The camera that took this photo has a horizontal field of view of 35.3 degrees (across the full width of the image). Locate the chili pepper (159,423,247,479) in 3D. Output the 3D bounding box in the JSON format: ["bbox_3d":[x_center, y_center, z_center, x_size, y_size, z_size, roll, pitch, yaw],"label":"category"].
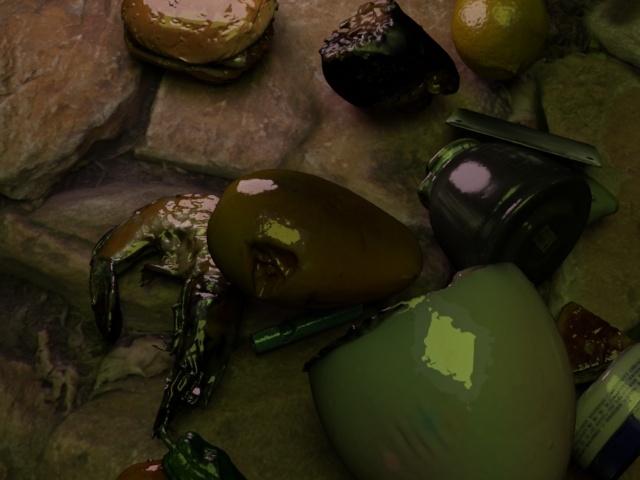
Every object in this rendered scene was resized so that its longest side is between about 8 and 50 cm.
[{"bbox_3d":[-0.127,0.350,1.428,0.257,0.074,0.100,38,39,-12],"label":"chili pepper"}]

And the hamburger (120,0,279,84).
[{"bbox_3d":[-0.221,-0.425,1.864,0.283,0.144,0.259,14,58,0],"label":"hamburger"}]

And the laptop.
[{"bbox_3d":[0.352,-0.181,1.740,0.269,0.015,0.187,17,18,8],"label":"laptop"}]

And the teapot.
[{"bbox_3d":[0.310,-0.079,1.633,0.322,0.239,0.239,-35,54,-14],"label":"teapot"}]

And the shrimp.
[{"bbox_3d":[-0.248,0.105,1.594,0.272,0.085,0.444,2,57,2],"label":"shrimp"}]

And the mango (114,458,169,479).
[{"bbox_3d":[-0.258,0.386,1.433,0.115,0.089,0.165,43,69,9],"label":"mango"}]

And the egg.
[{"bbox_3d":[0.196,0.249,1.382,0.355,0.354,0.339,-24,76,-14],"label":"egg"}]

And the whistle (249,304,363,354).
[{"bbox_3d":[-0.020,0.135,1.608,0.186,0.039,0.039,-18,63,-12],"label":"whistle"}]

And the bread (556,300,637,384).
[{"bbox_3d":[0.412,0.181,1.576,0.136,0.054,0.154,-41,47,-19],"label":"bread"}]

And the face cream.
[{"bbox_3d":[0.439,0.249,1.460,0.111,0.206,0.206,39,66,23],"label":"face cream"}]

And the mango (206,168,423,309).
[{"bbox_3d":[0.000,0.000,1.566,0.365,0.182,0.253,7,31,-25],"label":"mango"}]

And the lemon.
[{"bbox_3d":[0.328,-0.385,1.836,0.179,0.178,0.203,-9,60,-7],"label":"lemon"}]

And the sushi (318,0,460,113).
[{"bbox_3d":[0.124,-0.313,1.783,0.213,0.204,0.200,-23,30,20],"label":"sushi"}]
